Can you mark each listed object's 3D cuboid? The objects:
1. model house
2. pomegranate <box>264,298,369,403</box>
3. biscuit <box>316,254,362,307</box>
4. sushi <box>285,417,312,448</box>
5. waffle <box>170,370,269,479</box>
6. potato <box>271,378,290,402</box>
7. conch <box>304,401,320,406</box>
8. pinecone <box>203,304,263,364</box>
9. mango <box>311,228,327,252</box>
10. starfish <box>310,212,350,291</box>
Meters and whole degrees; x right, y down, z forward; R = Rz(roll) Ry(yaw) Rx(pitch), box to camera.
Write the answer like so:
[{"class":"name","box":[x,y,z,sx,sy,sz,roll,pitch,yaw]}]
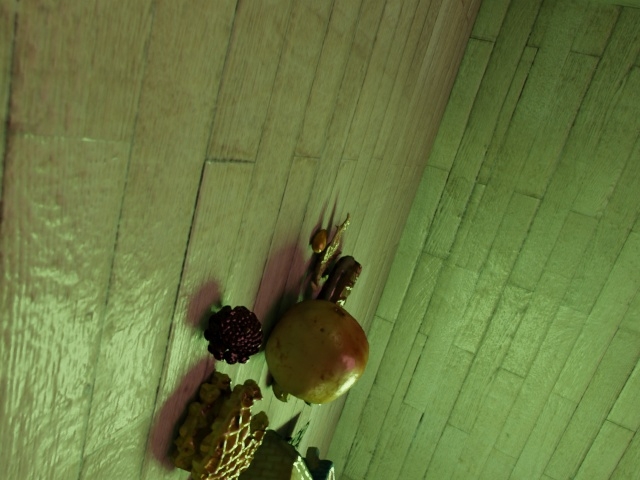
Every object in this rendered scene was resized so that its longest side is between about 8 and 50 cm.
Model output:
[{"class":"model house","box":[-0.174,0.909,1.534,0.400,0.394,0.446,-72,151,-46]},{"class":"pomegranate","box":[-0.016,0.361,1.376,0.343,0.342,0.343,-54,156,-37]},{"class":"biscuit","box":[0.057,0.209,1.652,0.332,0.103,0.332,-60,170,-17]},{"class":"sushi","box":[-0.188,1.011,1.973,0.344,0.064,0.359,-65,162,1]},{"class":"waffle","box":[-0.254,0.513,1.128,0.261,0.150,0.325,-55,153,-38]},{"class":"potato","box":[-0.126,0.482,1.554,0.164,0.080,0.201,10,97,-83]},{"class":"conch","box":[0.015,0.508,1.798,0.249,0.197,0.368,-36,-178,28]},{"class":"pinecone","box":[-0.206,0.222,0.988,0.120,0.140,0.140,-40,-172,48]},{"class":"mango","box":[0.000,0.000,1.427,0.060,0.046,0.089,73,38,-61]},{"class":"starfish","box":[0.030,0.056,1.547,0.302,0.060,0.300,82,32,-75]}]
